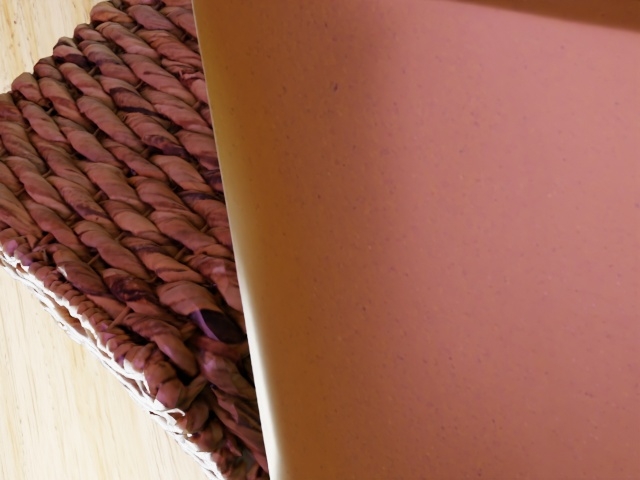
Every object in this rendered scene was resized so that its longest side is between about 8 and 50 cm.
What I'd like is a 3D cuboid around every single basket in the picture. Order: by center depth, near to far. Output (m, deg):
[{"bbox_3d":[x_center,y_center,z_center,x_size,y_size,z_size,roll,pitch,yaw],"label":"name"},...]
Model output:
[{"bbox_3d":[0.000,0.000,0.881,0.213,0.223,0.299,52,169,-34],"label":"basket"}]

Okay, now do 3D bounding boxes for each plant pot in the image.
[{"bbox_3d":[0.118,0.002,0.530,0.187,0.212,0.212,6,109,49],"label":"plant pot"}]
